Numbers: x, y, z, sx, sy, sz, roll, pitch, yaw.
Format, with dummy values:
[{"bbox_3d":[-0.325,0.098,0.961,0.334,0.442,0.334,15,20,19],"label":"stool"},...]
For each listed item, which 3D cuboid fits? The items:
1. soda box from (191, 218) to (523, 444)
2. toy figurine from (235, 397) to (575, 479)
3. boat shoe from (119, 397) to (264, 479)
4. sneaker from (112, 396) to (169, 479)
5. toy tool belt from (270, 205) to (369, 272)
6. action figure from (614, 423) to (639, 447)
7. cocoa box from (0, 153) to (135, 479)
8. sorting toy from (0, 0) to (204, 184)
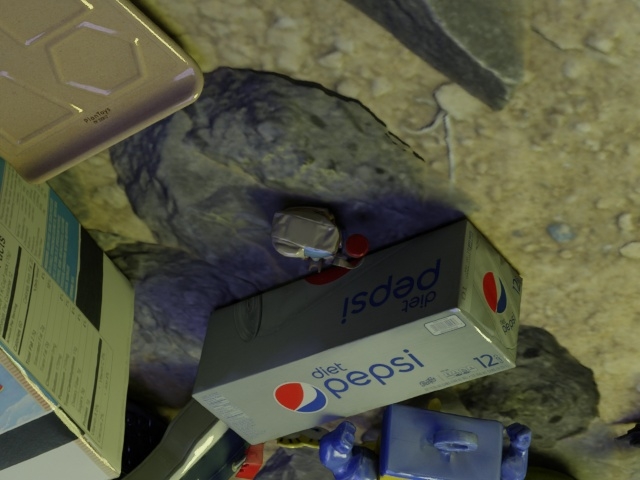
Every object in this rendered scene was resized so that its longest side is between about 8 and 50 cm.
[{"bbox_3d":[0.028,0.083,1.237,0.286,0.098,0.091,-21,131,34],"label":"soda box"},{"bbox_3d":[0.116,0.236,1.291,0.363,0.191,0.217,13,148,-10],"label":"toy figurine"},{"bbox_3d":[-0.149,0.247,1.390,0.079,0.254,0.095,47,168,-27],"label":"boat shoe"},{"bbox_3d":[-0.185,0.218,1.485,0.097,0.084,0.234,12,149,44],"label":"sneaker"},{"bbox_3d":[0.000,0.000,1.194,0.083,0.052,0.051,12,171,5],"label":"toy tool belt"},{"bbox_3d":[0.366,0.255,1.322,0.164,0.141,0.275,-7,139,38],"label":"action figure"},{"bbox_3d":[-0.363,0.103,1.204,0.347,0.231,0.228,-22,130,14],"label":"cocoa box"},{"bbox_3d":[-0.220,-0.145,1.067,0.193,0.038,0.208,-24,131,28],"label":"sorting toy"}]
